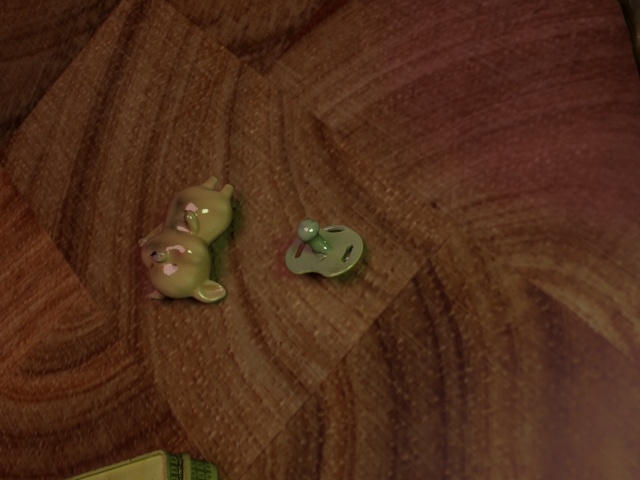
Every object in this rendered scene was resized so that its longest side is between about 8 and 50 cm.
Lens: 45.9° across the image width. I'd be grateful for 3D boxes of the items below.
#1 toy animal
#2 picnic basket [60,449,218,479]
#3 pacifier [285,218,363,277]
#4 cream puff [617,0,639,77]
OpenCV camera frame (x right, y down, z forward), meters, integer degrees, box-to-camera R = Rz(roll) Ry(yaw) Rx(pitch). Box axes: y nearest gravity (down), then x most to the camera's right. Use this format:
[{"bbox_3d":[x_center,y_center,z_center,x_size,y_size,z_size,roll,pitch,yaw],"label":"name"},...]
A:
[{"bbox_3d":[-0.138,0.001,0.812,0.083,0.089,0.150,12,78,57],"label":"toy animal"},{"bbox_3d":[-0.175,0.270,0.707,0.164,0.079,0.115,-20,59,22],"label":"picnic basket"},{"bbox_3d":[0.000,0.000,0.732,0.083,0.064,0.068,5,54,32],"label":"pacifier"},{"bbox_3d":[0.329,-0.200,0.472,0.275,0.378,0.379,-18,61,23],"label":"cream puff"}]
